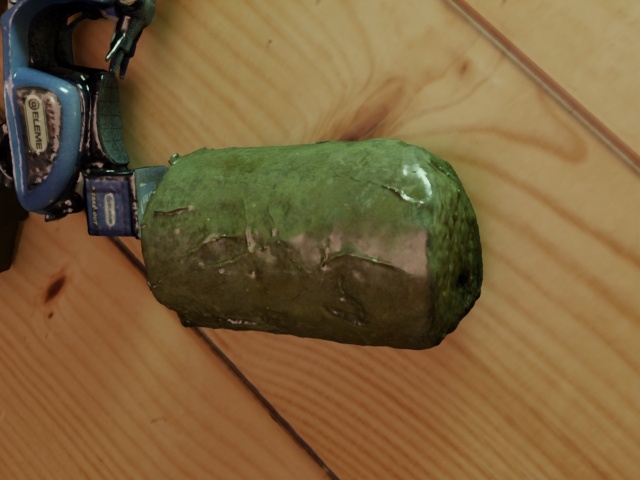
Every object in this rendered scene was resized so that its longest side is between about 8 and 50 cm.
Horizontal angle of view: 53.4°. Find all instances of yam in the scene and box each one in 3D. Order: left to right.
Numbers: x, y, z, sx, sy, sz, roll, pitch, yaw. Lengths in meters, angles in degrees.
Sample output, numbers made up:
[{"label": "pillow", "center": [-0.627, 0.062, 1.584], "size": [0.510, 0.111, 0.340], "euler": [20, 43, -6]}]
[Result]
[{"label": "yam", "center": [0.000, 0.000, 0.620], "size": [0.299, 0.195, 0.195], "euler": [3, 100, 22]}]

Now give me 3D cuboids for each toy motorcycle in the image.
[{"label": "toy motorcycle", "center": [-0.273, -0.185, 0.736], "size": [0.212, 0.125, 0.359], "euler": [1, 102, 13]}]

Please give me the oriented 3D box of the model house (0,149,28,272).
[{"label": "model house", "center": [-0.501, -0.082, 0.786], "size": [0.204, 0.211, 0.244], "euler": [27, 113, 14]}]
